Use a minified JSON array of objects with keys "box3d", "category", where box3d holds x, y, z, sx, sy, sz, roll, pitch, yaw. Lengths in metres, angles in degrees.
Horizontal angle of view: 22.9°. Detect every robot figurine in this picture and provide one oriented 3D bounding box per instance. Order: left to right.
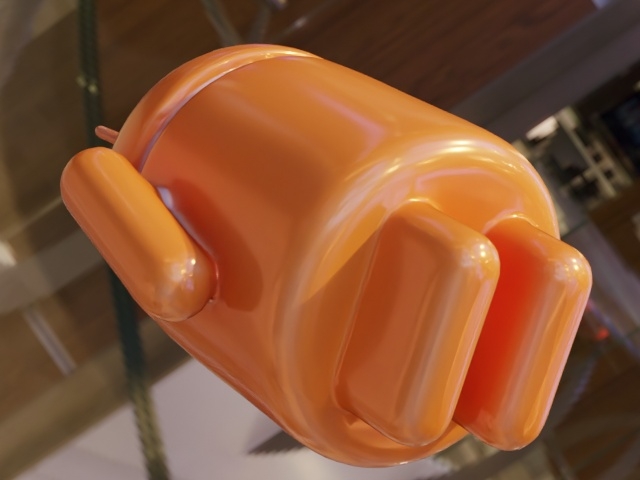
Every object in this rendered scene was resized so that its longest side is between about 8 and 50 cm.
[{"box3d":[-0.001,-0.001,0.580,0.219,0.158,0.128,32,-33,51],"category":"robot figurine"}]
